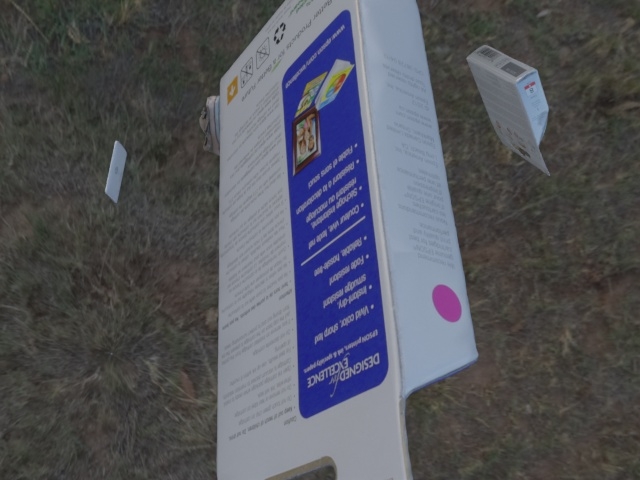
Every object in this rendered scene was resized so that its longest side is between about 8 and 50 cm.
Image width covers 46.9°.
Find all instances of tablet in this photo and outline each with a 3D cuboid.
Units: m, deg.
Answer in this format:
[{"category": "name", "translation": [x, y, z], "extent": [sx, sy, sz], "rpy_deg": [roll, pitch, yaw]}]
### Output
[{"category": "tablet", "translation": [-0.307, -0.103, 1.111], "extent": [0.006, 0.054, 0.083], "rpy_deg": [6, 76, 3]}]

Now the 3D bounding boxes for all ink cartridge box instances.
[{"category": "ink cartridge box", "translation": [0.303, -0.201, 1.134], "extent": [0.045, 0.145, 0.179], "rpy_deg": [-36, 125, 0]}, {"category": "ink cartridge box", "translation": [0.000, 0.000, 0.454], "extent": [0.069, 0.176, 0.370], "rpy_deg": [18, 55, -30]}]

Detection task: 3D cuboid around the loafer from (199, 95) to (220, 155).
[{"category": "loafer", "translation": [-0.147, -0.151, 0.993], "extent": [0.039, 0.125, 0.045], "rpy_deg": [6, 66, 3]}]
